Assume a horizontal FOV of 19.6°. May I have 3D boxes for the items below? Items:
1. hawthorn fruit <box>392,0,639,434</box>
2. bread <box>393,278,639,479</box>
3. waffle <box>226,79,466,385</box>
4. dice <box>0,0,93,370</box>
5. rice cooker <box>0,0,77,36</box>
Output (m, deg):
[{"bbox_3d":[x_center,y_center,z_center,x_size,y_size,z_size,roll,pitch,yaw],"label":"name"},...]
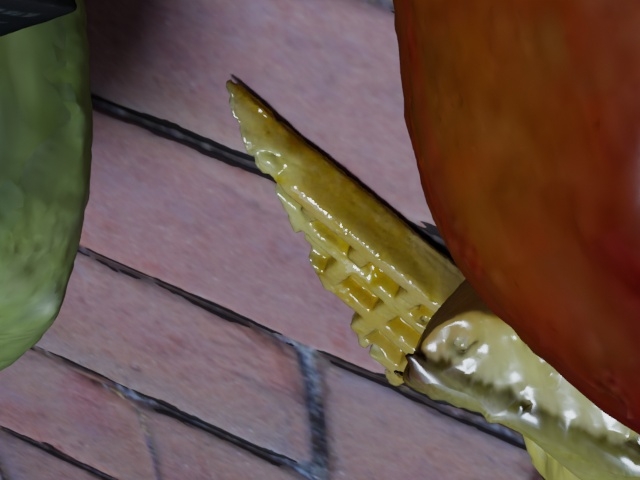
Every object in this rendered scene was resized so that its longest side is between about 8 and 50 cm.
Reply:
[{"bbox_3d":[0.146,-0.083,0.487,0.295,0.295,0.311,-8,89,50],"label":"hawthorn fruit"},{"bbox_3d":[0.155,0.057,0.811,0.204,0.162,0.262,17,170,24],"label":"bread"},{"bbox_3d":[0.000,0.000,1.008,0.191,0.032,0.125,39,153,-7],"label":"waffle"},{"bbox_3d":[-0.258,-0.062,0.855,0.250,0.252,0.254,1,163,-24],"label":"dice"},{"bbox_3d":[-0.116,-0.183,0.655,0.244,0.226,0.226,-12,128,49],"label":"rice cooker"}]
